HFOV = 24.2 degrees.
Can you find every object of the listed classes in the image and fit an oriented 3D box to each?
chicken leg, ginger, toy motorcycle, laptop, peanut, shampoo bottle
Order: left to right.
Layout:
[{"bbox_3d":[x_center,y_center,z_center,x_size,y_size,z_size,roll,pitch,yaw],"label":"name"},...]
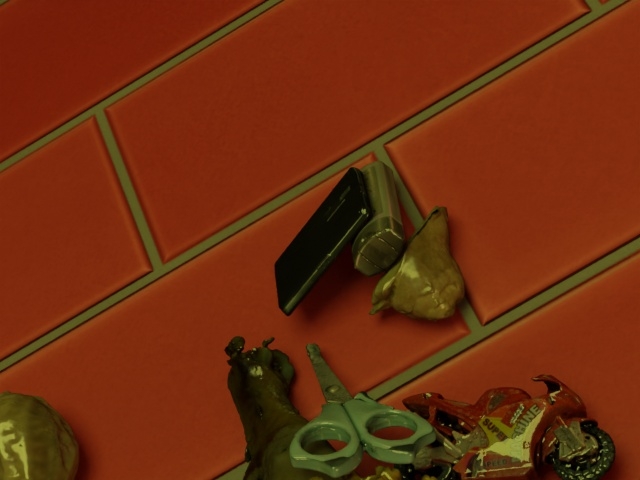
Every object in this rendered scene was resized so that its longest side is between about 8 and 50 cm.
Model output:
[{"bbox_3d":[-0.425,0.361,2.181,0.149,0.149,0.313,-19,54,14],"label":"peanut"},{"bbox_3d":[-0.040,0.292,2.043,0.201,0.152,0.429,-22,44,-4],"label":"chicken leg"},{"bbox_3d":[0.000,0.000,2.180,0.207,0.026,0.154,-52,19,20],"label":"laptop"},{"bbox_3d":[0.078,-0.034,2.169,0.086,0.056,0.227,-48,20,21],"label":"shampoo bottle"},{"bbox_3d":[0.163,0.033,2.133,0.123,0.115,0.193,24,64,13],"label":"ginger"},{"bbox_3d":[0.239,0.257,1.944,0.298,0.089,0.171,-8,56,23],"label":"toy motorcycle"}]

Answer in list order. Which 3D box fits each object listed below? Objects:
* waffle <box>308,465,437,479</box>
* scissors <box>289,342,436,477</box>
[{"bbox_3d":[0.090,0.407,1.846,0.293,0.069,0.259,19,70,-6],"label":"waffle"},{"bbox_3d":[0.025,0.214,2.006,0.191,0.029,0.360,-10,25,-10],"label":"scissors"}]
